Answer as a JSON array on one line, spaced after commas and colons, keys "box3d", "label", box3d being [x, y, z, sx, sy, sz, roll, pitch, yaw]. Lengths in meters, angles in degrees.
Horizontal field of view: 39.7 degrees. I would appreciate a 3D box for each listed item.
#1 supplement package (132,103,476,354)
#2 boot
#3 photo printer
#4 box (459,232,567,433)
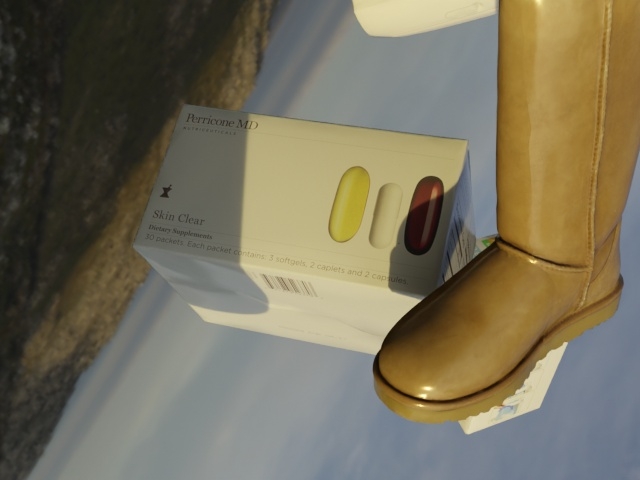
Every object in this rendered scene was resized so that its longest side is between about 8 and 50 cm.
[{"box3d": [0.000, 0.000, 0.817, 0.204, 0.261, 0.145, 65, 36, -64], "label": "supplement package"}, {"box3d": [0.125, -0.041, 0.570, 0.236, 0.089, 0.270, -28, 130, -32], "label": "boot"}, {"box3d": [0.173, -0.296, 0.932, 0.255, 0.107, 0.307, -11, -165, 23], "label": "photo printer"}, {"box3d": [0.195, 0.099, 0.975, 0.203, 0.103, 0.114, 97, -29, -45], "label": "box"}]
